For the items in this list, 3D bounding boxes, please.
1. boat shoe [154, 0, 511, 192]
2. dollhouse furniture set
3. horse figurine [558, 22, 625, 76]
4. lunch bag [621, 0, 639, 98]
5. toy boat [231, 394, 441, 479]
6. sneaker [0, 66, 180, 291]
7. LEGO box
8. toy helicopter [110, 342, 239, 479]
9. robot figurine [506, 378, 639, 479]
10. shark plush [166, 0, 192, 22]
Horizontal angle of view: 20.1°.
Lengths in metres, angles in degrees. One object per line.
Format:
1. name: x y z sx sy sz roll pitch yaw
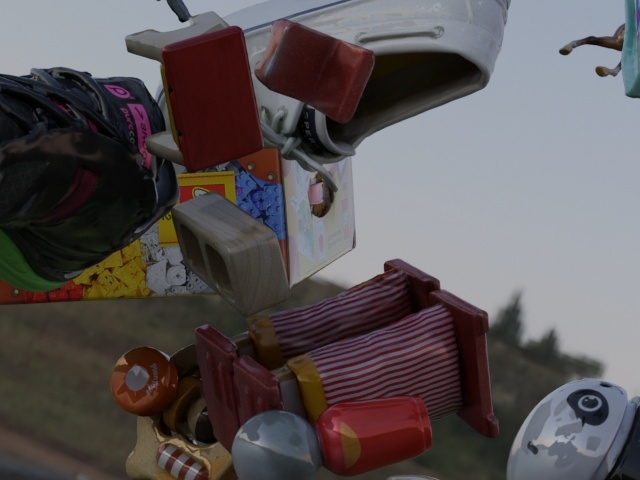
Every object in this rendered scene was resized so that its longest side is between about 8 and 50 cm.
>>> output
1. boat shoe: -0.002 -0.117 1.554 0.367 0.156 0.136 -15 -40 31
2. dollhouse furniture set: 0.000 0.000 1.413 0.152 0.201 0.374 35 -40 56
3. horse figurine: 0.407 -0.198 2.139 0.263 0.174 0.066 49 -35 9
4. lunch bag: 0.312 -0.147 1.147 0.223 0.160 0.262 21 21 1
5. toy boat: 0.037 0.237 1.258 0.148 0.318 0.267 -11 -46 -8
6. sneaker: -0.232 -0.084 1.405 0.483 0.202 0.185 36 32 -79
7. LEGO box: -0.176 -0.049 2.232 0.372 0.193 0.500 -3 5 10
8. toy helicopter: -0.128 0.293 2.153 0.235 0.355 0.140 -4 -19 24
9. robot figurine: 0.317 0.249 1.746 0.278 0.173 0.209 31 -30 -1
10. shark plush: -0.176 -0.296 1.830 0.073 0.161 0.067 -17 11 -29
